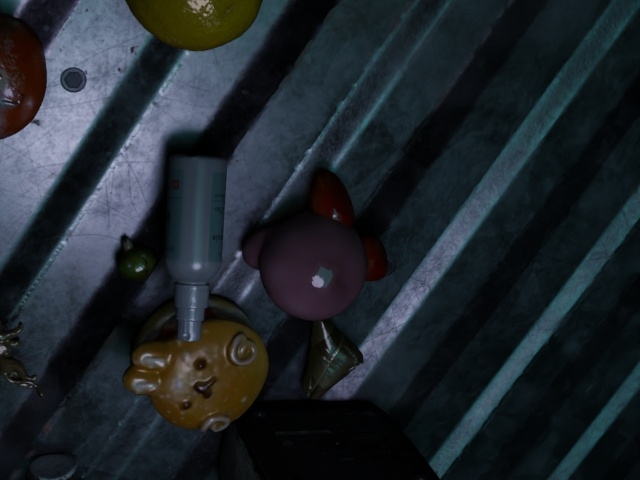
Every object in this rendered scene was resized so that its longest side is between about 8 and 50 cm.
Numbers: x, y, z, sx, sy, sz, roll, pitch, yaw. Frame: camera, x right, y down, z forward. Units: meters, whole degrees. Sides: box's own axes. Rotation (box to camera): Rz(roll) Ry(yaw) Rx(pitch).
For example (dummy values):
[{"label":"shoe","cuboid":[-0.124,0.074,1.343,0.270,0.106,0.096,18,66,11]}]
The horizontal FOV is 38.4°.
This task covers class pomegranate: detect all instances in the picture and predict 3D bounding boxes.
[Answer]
[{"label":"pomegranate","cuboid":[-0.366,0.042,1.792,0.084,0.073,0.073,36,98,5]}]

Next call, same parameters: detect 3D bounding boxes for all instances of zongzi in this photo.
[{"label":"zongzi","cuboid":[-0.012,0.254,2.040,0.160,0.078,0.176,-44,113,1]}]

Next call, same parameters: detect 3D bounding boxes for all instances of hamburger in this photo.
[{"label":"hamburger","cuboid":[-0.255,0.250,1.865,0.303,0.186,0.261,28,100,-29]}]

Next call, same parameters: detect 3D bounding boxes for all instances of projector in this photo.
[{"label":"projector","cuboid":[0.016,0.530,1.982,0.395,0.405,0.242,3,111,-24]}]

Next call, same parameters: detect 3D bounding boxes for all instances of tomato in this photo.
[{"label":"tomato","cuboid":[-0.554,-0.274,1.486,0.232,0.188,0.232,4,134,4]}]

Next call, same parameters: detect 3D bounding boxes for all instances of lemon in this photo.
[{"label":"lemon","cuboid":[-0.201,-0.427,1.540,0.240,0.240,0.219,-42,133,0]}]

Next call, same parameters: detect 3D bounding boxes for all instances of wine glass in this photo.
[{"label":"wine glass","cuboid":[-0.558,0.552,1.918,0.111,0.111,0.204,-3,113,-22]}]

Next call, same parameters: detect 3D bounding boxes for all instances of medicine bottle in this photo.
[{"label":"medicine bottle","cuboid":[-0.241,0.014,1.741,0.110,0.110,0.351,2,94,-24]}]

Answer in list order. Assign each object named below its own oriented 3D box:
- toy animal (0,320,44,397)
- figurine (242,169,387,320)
[{"label":"toy animal","cuboid":[-0.591,0.212,1.757,0.086,0.069,0.219,-42,102,-33]},{"label":"figurine","cuboid":[-0.001,0.042,1.843,0.261,0.211,0.269,-33,116,0]}]
